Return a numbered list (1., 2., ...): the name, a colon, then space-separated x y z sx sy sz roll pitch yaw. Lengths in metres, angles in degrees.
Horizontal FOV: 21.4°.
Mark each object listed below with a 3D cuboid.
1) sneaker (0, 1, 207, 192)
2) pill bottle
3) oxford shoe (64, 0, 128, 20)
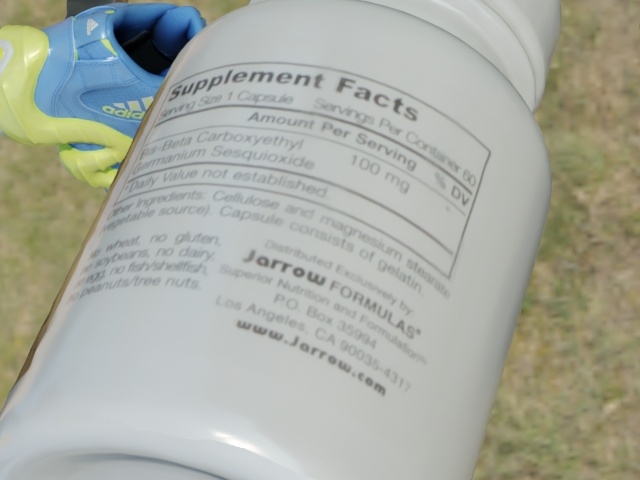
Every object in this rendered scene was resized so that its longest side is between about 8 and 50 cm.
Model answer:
1. sneaker: -0.095 -0.079 1.046 0.126 0.240 0.091 -19 70 28
2. pill bottle: 0.000 0.000 0.522 0.131 0.131 0.229 -42 21 52
3. oxford shoe: -0.245 -0.190 1.774 0.076 0.076 0.212 16 72 18
